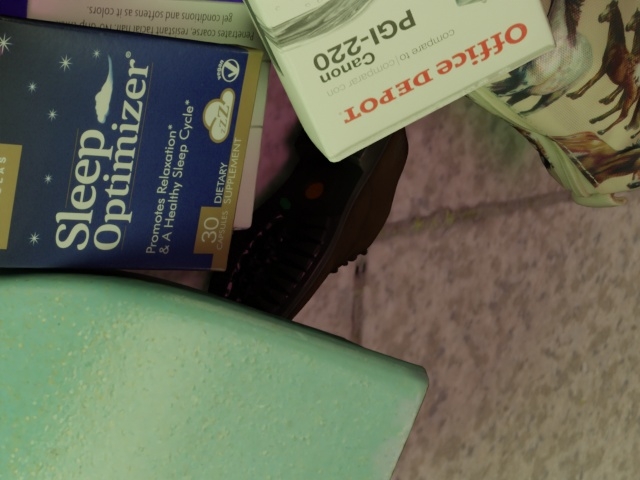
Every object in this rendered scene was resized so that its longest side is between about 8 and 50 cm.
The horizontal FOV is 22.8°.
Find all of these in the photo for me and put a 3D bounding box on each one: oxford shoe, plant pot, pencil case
[{"bbox_3d":[0.000,0.000,1.149,0.227,0.082,0.096,-55,142,-11],"label":"oxford shoe"},{"bbox_3d":[-0.122,0.132,0.951,0.252,0.247,0.248,24,86,-12],"label":"plant pot"},{"bbox_3d":[0.132,-0.166,1.159,0.410,0.160,0.184,30,84,-45],"label":"pencil case"}]

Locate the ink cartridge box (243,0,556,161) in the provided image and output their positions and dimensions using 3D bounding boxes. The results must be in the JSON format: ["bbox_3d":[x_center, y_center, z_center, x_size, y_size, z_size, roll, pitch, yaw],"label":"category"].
[{"bbox_3d":[0.024,-0.177,0.914,0.158,0.092,0.218,-27,127,-1],"label":"ink cartridge box"}]

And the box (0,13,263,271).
[{"bbox_3d":[-0.136,-0.052,0.885,0.225,0.036,0.136,2,103,-41],"label":"box"}]

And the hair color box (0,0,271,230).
[{"bbox_3d":[-0.120,-0.176,0.954,0.185,0.110,0.339,-3,105,-43],"label":"hair color box"}]
